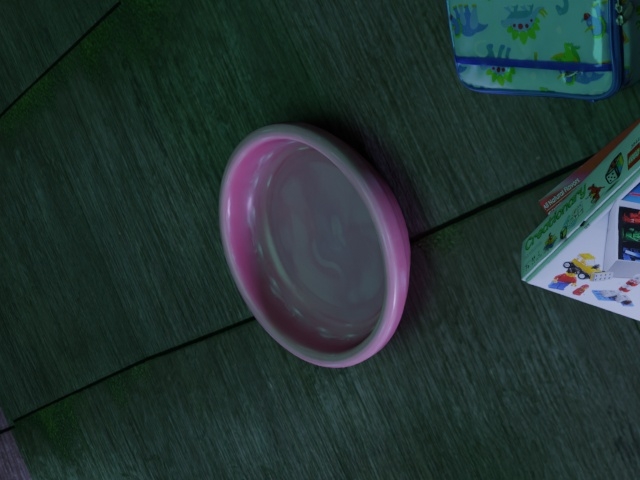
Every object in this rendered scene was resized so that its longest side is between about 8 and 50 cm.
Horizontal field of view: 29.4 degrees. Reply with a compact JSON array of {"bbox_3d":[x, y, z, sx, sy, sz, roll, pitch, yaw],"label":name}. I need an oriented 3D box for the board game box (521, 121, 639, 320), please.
[{"bbox_3d":[0.357,0.016,1.071,0.193,0.305,0.053,127,156,-50],"label":"board game box"}]

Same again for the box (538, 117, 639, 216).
[{"bbox_3d":[0.347,-0.064,1.155,0.128,0.123,0.257,58,139,11],"label":"box"}]

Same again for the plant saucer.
[{"bbox_3d":[0.000,0.000,1.605,0.332,0.084,0.332,23,123,40],"label":"plant saucer"}]

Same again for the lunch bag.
[{"bbox_3d":[0.230,-0.230,1.241,0.219,0.090,0.176,14,120,45],"label":"lunch bag"}]
